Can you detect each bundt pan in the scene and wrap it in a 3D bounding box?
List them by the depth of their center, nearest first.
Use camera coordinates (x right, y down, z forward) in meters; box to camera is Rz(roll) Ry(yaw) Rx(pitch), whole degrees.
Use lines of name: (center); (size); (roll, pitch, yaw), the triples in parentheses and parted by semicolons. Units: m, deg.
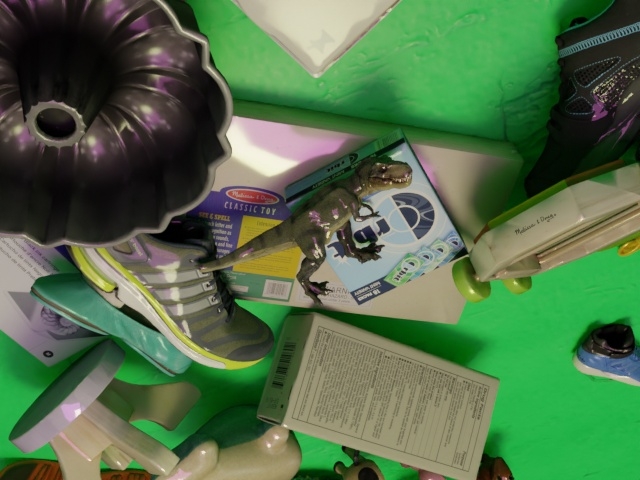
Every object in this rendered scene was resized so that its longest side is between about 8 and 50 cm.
bundt pan: (-0.249, -0.148, 0.743); (0.331, 0.124, 0.331); (-4, 135, -4)

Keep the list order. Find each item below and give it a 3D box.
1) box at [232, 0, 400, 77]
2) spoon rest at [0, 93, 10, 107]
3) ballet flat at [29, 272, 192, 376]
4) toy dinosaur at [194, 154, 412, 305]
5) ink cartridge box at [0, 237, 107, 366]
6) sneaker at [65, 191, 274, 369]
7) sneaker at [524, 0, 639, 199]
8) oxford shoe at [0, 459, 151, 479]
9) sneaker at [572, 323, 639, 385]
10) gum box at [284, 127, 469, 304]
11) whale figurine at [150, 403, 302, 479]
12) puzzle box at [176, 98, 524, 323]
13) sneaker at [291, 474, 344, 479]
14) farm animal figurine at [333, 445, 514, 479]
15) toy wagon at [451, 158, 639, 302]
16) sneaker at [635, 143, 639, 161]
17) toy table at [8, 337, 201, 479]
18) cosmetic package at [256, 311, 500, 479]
box: (-0.015, -0.278, 0.675); (0.127, 0.232, 0.148); (-39, 121, 22)
spoon rest: (-0.407, -0.159, 0.837); (0.276, 0.084, 0.137); (-33, 125, 2)
ballet flat: (-0.247, 0.087, 0.975); (0.087, 0.083, 0.247); (-51, 127, 0)
toy dinosaur: (0.000, 0.000, 0.871); (0.268, 0.064, 0.118); (-30, 117, 14)
ink cartridge box: (-0.349, 0.048, 1.001); (0.224, 0.045, 0.223); (-30, 123, 16)
sneaker: (-0.156, 0.049, 0.921); (0.121, 0.111, 0.300); (-39, 121, 18)
sneaker: (0.322, -0.179, 0.869); (0.139, 0.125, 0.341); (41, 133, 13)
oxford shoe: (-0.354, 0.461, 1.264); (0.363, 0.130, 0.133); (16, 128, -4)
sneaker: (0.468, 0.170, 1.155); (0.152, 0.058, 0.084); (11, 133, -5)
gum box: (0.070, -0.023, 0.924); (0.157, 0.041, 0.184); (-27, 123, 14)
whale figurine: (-0.145, 0.309, 1.116); (0.216, 0.141, 0.272); (-39, 150, 10)
puzzle box: (0.020, -0.029, 0.974); (0.409, 0.052, 0.272); (8, 125, -10)
sneaker: (-0.046, 0.432, 1.293); (0.215, 0.083, 0.084); (-5, 134, -24)
farm animal figurine: (0.179, 0.466, 1.203); (0.330, 0.172, 0.327); (6, 96, -21)
toy wagon: (0.326, -0.014, 0.928); (0.267, 0.068, 0.344); (-32, 162, 35)
sneaker: (0.504, -0.133, 0.924); (0.223, 0.083, 0.098); (-5, 122, -1)
toy table: (-0.294, 0.251, 1.024); (0.161, 0.274, 0.252); (46, 71, -13)
cosmetic package: (0.085, 0.223, 1.083); (0.309, 0.160, 0.113); (23, 166, -20)
